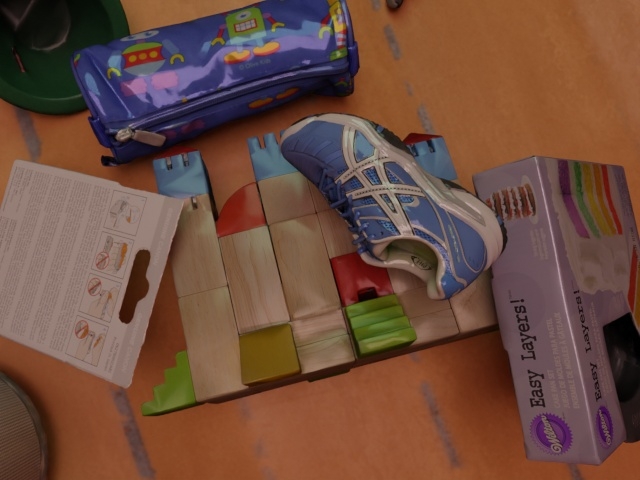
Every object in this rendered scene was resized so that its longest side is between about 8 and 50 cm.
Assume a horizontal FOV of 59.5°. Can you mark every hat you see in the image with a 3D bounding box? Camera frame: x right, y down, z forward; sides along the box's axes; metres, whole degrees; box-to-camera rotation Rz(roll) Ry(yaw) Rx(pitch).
[{"bbox_3d":[-0.336,-0.269,0.650,0.173,0.183,0.208,-32,129,-12],"label":"hat"}]

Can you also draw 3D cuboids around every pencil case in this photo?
[{"bbox_3d":[-0.106,-0.176,0.598,0.306,0.119,0.133,-18,51,-5],"label":"pencil case"}]

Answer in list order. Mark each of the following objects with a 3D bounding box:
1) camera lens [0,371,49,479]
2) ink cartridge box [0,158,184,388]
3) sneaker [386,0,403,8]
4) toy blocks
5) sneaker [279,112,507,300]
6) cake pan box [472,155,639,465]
[{"bbox_3d":[-0.382,0.216,0.464,0.220,0.274,0.219,0,83,-2],"label":"camera lens"},{"bbox_3d":[-0.237,0.026,0.559,0.225,0.056,0.180,14,86,21],"label":"ink cartridge box"},{"bbox_3d":[0.119,-0.328,0.671,0.057,0.047,0.119,24,84,-11],"label":"sneaker"},{"bbox_3d":[0.000,0.000,0.573,0.382,0.190,0.260,-14,73,-4],"label":"toy blocks"},{"bbox_3d":[0.047,-0.033,0.462,0.211,0.080,0.081,33,60,16],"label":"sneaker"},{"bbox_3d":[0.255,0.056,0.545,0.246,0.070,0.266,-3,82,-44],"label":"cake pan box"}]
